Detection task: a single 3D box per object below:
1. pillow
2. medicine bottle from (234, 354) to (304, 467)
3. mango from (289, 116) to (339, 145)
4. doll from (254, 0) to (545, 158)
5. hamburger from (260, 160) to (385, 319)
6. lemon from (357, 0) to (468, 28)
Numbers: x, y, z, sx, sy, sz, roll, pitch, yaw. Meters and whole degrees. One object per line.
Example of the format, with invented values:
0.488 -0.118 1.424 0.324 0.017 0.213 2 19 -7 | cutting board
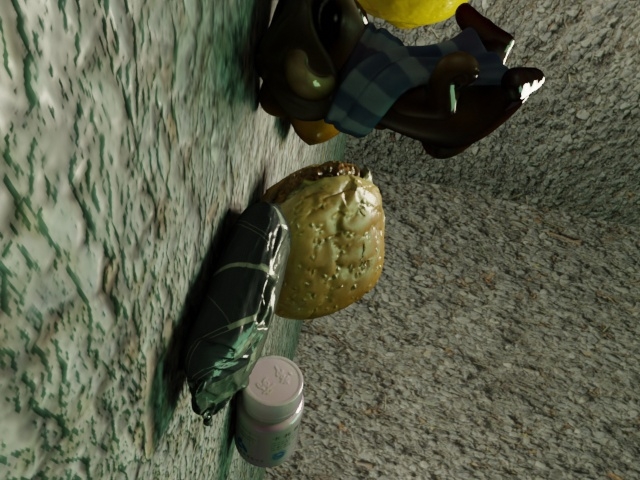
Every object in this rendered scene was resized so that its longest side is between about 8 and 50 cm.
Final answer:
-0.101 0.071 0.779 0.161 0.093 0.335 108 -3 -49 | pillow
-0.113 0.379 1.303 0.152 0.152 0.254 -74 176 -46 | medicine bottle
-0.001 -0.256 1.086 0.221 0.121 0.151 -172 -82 -86 | mango
0.088 -0.232 0.771 0.318 0.340 0.209 -124 -135 -79 | doll
0.002 0.003 1.042 0.144 0.260 0.283 42 -34 54 | hamburger
0.193 -0.627 1.248 0.348 0.348 0.347 13 90 -87 | lemon
